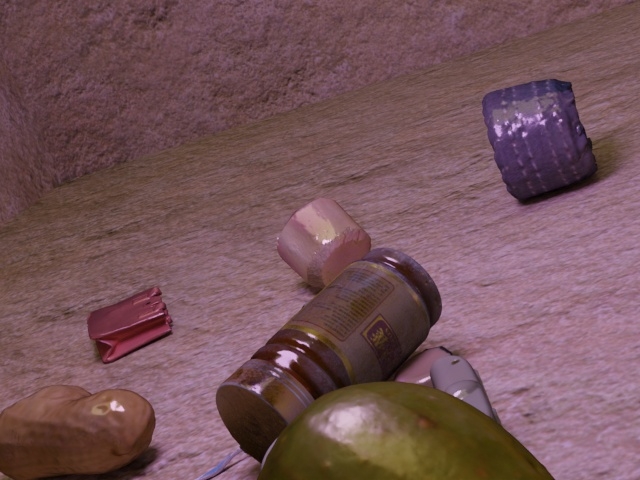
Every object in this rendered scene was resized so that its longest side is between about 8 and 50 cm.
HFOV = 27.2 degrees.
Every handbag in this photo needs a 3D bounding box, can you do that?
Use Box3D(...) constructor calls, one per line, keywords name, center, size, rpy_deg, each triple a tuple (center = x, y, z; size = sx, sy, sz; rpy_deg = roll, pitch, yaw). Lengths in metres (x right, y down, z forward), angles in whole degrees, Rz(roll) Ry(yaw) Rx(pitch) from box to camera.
Box3D(name="handbag", center=(-0.367, 0.156, 2.548), size=(0.157, 0.059, 0.212), rpy_deg=(-25, 15, -7))

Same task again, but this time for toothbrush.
Box3D(name="toothbrush", center=(-0.149, 0.313, 1.806), size=(0.162, 0.017, 0.014), rpy_deg=(-27, 16, -15))

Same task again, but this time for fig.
Box3D(name="fig", center=(0.097, 0.267, 1.235), size=(0.326, 0.258, 0.258), rpy_deg=(12, 34, 35))

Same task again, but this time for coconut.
Box3D(name="coconut", center=(0.000, 0.000, 2.367), size=(0.147, 0.147, 0.153), rpy_deg=(-30, 52, -25))

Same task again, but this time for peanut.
Box3D(name="peanut", center=(-0.376, 0.283, 1.997), size=(0.319, 0.147, 0.147), rpy_deg=(-15, 17, 35))

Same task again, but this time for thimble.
Box3D(name="thimble", center=(0.397, -0.184, 2.382), size=(0.172, 0.205, 0.236), rpy_deg=(-14, -8, 12))

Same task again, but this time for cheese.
Box3D(name="cheese", center=(0.139, 0.195, 1.743), size=(0.092, 0.047, 0.171), rpy_deg=(-23, 14, 14))

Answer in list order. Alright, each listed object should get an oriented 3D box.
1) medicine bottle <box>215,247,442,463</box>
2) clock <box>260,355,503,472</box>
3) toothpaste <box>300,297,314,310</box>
Box3D(name="medicine bottle", center=(0.019, 0.154, 1.786), size=(0.151, 0.151, 0.322), rpy_deg=(-3, 32, 50))
Box3D(name="clock", center=(0.054, 0.262, 1.527), size=(0.324, 0.108, 0.265), rpy_deg=(-23, 16, 2))
Box3D(name="toothpaste", center=(-0.003, 0.172, 1.983), size=(0.099, 0.061, 0.392), rpy_deg=(-13, 21, 5))
